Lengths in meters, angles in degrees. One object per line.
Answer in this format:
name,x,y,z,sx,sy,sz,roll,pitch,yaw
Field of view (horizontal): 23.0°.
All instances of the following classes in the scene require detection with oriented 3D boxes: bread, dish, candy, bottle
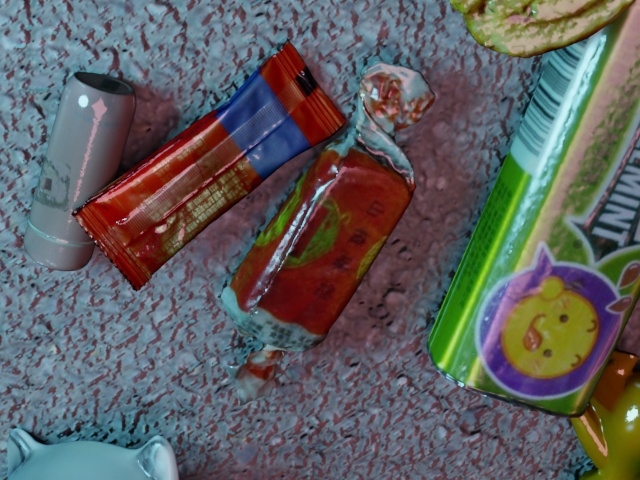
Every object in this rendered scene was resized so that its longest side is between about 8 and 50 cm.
bread,0.137,-0.190,1.042,0.132,0.172,0.103,-29,113,6
dish,-0.191,0.245,1.170,0.236,0.086,0.228,-28,84,28
candy,0.001,0.000,1.163,0.086,0.059,0.292,23,108,-24
bottle,-0.172,-0.049,1.126,0.053,0.053,0.140,14,110,-13

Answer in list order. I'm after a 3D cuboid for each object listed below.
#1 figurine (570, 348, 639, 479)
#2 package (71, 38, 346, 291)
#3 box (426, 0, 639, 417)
figurine,0.248,0.181,1.236,0.121,0.122,0.176,10,110,-14
package,-0.078,-0.053,1.132,0.200,0.022,0.083,-39,123,-6
box,0.202,-0.044,1.151,0.134,0.097,0.346,18,109,-13
